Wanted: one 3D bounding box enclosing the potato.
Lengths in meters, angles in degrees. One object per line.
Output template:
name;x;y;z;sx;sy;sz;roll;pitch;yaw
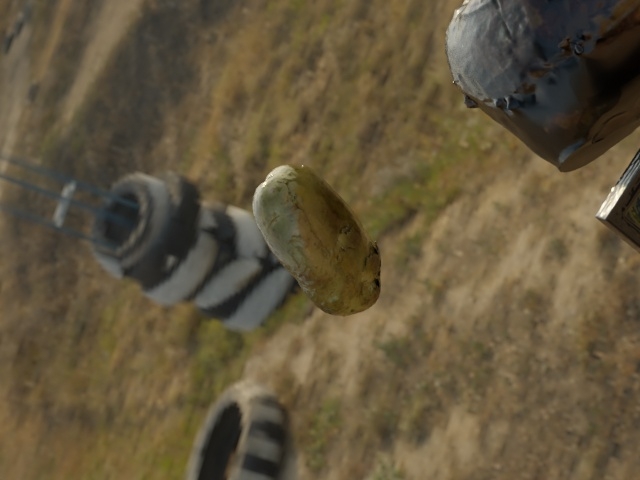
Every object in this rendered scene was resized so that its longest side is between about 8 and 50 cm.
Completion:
potato;0.000;0.000;1.326;0.080;0.170;0.107;-33;22;19

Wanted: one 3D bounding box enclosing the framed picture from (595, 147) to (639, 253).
framed picture;0.357;-0.055;1.330;0.168;0.128;0.023;-55;20;-3

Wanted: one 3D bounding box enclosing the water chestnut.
water chestnut;0.267;-0.269;1.497;0.335;0.347;0.335;-39;0;0
